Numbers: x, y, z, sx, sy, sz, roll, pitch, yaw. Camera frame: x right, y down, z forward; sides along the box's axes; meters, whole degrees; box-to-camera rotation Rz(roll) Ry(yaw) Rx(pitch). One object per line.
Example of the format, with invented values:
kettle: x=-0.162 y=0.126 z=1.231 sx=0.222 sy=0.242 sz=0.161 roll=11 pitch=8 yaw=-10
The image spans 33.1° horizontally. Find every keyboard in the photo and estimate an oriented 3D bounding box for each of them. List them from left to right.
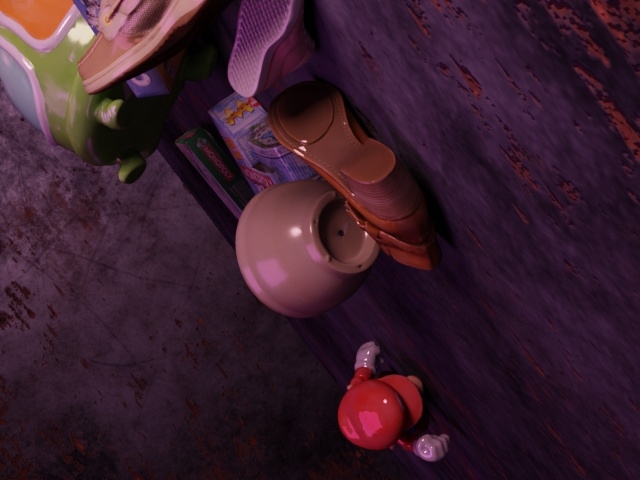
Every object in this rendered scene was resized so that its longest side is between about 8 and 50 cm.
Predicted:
keyboard: x=-0.137 y=-0.122 z=1.902 sx=0.072 sy=0.014 sz=0.256 roll=52 pitch=174 yaw=-39

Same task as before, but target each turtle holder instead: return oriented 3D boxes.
turtle holder: x=-0.272 y=-0.224 z=1.328 sx=0.227 sy=0.243 sz=0.320 roll=27 pitch=-177 yaw=10

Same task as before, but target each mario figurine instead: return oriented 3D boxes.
mario figurine: x=0.138 y=0.272 z=1.830 sx=0.198 sy=0.170 sz=0.320 roll=14 pitch=176 yaw=9

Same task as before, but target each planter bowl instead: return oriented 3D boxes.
planter bowl: x=0.000 y=0.000 z=1.218 sx=0.162 sy=0.162 sz=0.109 roll=54 pitch=145 yaw=-10

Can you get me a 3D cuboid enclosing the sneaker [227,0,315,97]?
sneaker: x=-0.033 y=-0.185 z=0.921 sx=0.051 sy=0.070 sz=0.134 roll=45 pitch=141 yaw=15

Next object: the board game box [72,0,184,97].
board game box: x=-0.196 y=-0.282 z=1.048 sx=0.243 sy=0.042 sz=0.165 roll=61 pitch=-148 yaw=-47

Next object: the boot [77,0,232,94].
boot: x=-0.172 y=-0.254 z=0.899 sx=0.203 sy=0.095 sz=0.262 roll=53 pitch=139 yaw=-5

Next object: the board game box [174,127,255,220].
board game box: x=-0.139 y=-0.068 z=1.955 sx=0.317 sy=0.046 sz=0.213 roll=51 pitch=174 yaw=-13

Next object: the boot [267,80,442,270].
boot: x=0.033 y=-0.057 z=1.017 sx=0.197 sy=0.073 sz=0.152 roll=49 pitch=176 yaw=42

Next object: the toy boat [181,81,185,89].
toy boat: x=-0.303 y=-0.327 z=1.555 sx=0.267 sy=0.148 sz=0.318 roll=50 pitch=166 yaw=-23

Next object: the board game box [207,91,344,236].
board game box: x=-0.059 y=-0.095 z=1.374 sx=0.194 sy=0.060 sz=0.194 roll=58 pitch=169 yaw=-22
